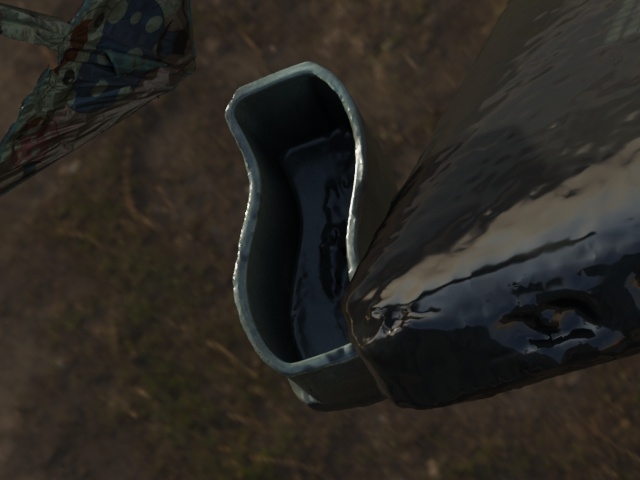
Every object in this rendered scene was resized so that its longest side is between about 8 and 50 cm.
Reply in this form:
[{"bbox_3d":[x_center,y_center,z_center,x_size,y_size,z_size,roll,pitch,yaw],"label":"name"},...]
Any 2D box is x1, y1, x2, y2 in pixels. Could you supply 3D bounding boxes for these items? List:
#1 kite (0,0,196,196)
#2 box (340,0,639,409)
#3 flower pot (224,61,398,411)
[{"bbox_3d":[-0.216,-0.181,1.830,0.014,0.368,0.406,38,105,26],"label":"kite"},{"bbox_3d":[0.197,-0.079,0.821,0.350,0.091,0.359,-21,21,31],"label":"box"},{"bbox_3d":[0.000,0.000,1.372,0.103,0.108,0.229,-11,65,13],"label":"flower pot"}]
